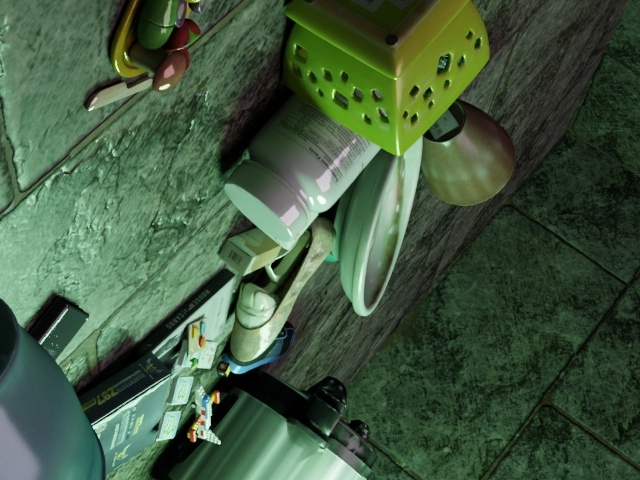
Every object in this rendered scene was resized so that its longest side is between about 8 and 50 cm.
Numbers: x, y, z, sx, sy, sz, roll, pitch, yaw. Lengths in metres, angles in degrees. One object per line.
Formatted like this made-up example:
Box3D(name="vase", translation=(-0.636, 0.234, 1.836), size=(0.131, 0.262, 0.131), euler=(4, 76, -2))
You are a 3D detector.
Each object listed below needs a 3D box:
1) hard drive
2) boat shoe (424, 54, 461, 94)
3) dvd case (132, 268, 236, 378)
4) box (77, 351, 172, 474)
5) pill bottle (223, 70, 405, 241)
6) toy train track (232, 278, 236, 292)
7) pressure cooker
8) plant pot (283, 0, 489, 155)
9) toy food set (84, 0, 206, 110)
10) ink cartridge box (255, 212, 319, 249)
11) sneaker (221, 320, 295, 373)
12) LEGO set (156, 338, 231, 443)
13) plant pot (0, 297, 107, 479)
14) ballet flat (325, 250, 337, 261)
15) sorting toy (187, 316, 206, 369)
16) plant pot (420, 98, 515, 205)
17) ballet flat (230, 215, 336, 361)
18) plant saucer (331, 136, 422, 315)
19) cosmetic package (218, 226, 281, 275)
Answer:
Box3D(name="hard drive", translation=(-0.370, 0.141, 1.604), size=(0.135, 0.022, 0.094), euler=(-52, 166, -6))
Box3D(name="boat shoe", translation=(0.244, -0.359, 2.320), size=(0.076, 0.080, 0.228), euler=(-48, 172, -28))
Box3D(name="dvd case", translation=(-0.242, 0.172, 2.081), size=(0.239, 0.029, 0.179), euler=(-44, 163, -37))
Box3D(name="box", translation=(-0.342, 0.304, 1.956), size=(0.183, 0.059, 0.232), euler=(-32, 157, -36))
Box3D(name="pill bottle", translation=(-0.007, -0.145, 1.820), size=(0.283, 0.160, 0.160), euler=(-50, 165, -15))
Box3D(name="toy train track", translation=(-0.168, 0.098, 2.175), size=(0.048, 0.014, 0.083), euler=(-39, 160, -45))
Box3D(name="pressure cooker", translation=(-0.085, 0.471, 2.565), size=(0.420, 0.370, 0.375), euler=(-54, 133, -11))
Box3D(name="plant pot", translation=(0.088, -0.295, 1.672), size=(0.228, 0.227, 0.207), euler=(-49, 158, -18))
Box3D(name="toy food set", translation=(-0.161, -0.224, 1.316), size=(0.128, 0.071, 0.218), euler=(-29, 152, -59))
Box3D(name="ink cartridge box", translation=(-0.024, -0.113, 1.979), size=(0.219, 0.092, 0.160), euler=(-50, 165, -16))
Box3D(name="sneaker", translation=(-0.109, 0.201, 2.469), size=(0.090, 0.081, 0.232), euler=(-54, 167, 30))
Box3D(name="LEGO set", translation=(-0.208, 0.271, 2.140), size=(0.244, 0.060, 0.182), euler=(28, 77, -75))
Box3D(name="plant pot", translation=(-0.378, 0.192, 1.251), size=(0.271, 0.271, 0.255), euler=(-45, 149, -33))
Box3D(name="ballet flat", translation=(0.000, 0.000, 2.418), size=(0.213, 0.072, 0.068), euler=(26, 73, -76))
Box3D(name="sorting toy", translation=(-0.209, 0.177, 2.046), size=(0.062, 0.012, 0.083), euler=(-28, 125, -62))
Box3D(name="plant pot", translation=(0.293, -0.215, 2.601), size=(0.215, 0.215, 0.230), euler=(-53, 152, -2))
Box3D(name="ballet flat", translation=(-0.092, 0.079, 2.251), size=(0.316, 0.107, 0.106), euler=(-58, 146, -4))
Box3D(name="plant saucer", translation=(0.101, -0.052, 2.387), size=(0.400, 0.100, 0.400), euler=(15, 90, -78))
Box3D(name="cosmetic package", translation=(-0.119, 0.017, 2.050), size=(0.041, 0.060, 0.115), euler=(-60, 166, 23))
